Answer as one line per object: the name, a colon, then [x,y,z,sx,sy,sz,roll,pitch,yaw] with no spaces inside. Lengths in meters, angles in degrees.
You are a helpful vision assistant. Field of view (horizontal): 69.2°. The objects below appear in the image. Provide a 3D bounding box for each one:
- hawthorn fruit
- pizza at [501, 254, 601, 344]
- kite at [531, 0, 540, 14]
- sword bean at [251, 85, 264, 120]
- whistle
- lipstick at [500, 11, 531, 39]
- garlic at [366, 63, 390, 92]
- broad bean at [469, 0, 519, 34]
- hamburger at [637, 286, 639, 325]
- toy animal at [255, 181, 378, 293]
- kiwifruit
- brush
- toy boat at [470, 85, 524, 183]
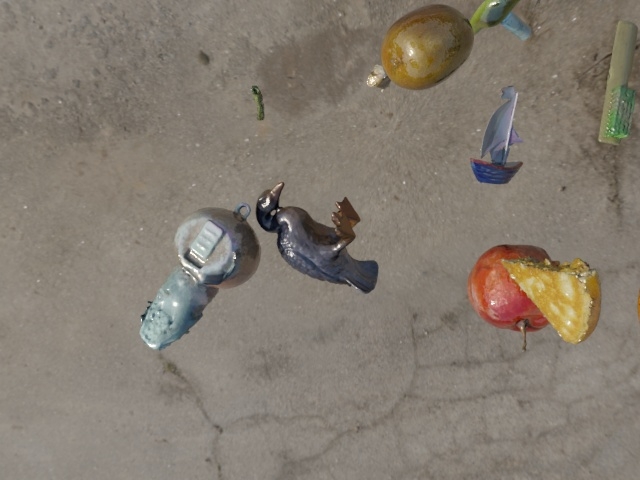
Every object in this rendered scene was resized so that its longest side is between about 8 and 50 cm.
hawthorn fruit: [0.496,0.148,1.171,0.241,0.272,0.242,5,141,4]
pizza: [0.418,0.078,0.842,0.062,0.199,0.188,-28,133,-17]
kite: [0.590,-0.646,1.261,0.002,0.044,0.078,23,106,29]
sword bean: [-0.069,-0.153,0.520,0.012,0.083,0.012,0,83,-3]
whistle: [-0.245,0.071,0.960,0.189,0.189,0.348,35,89,-1]
lipstick: [0.614,-0.683,1.470,0.048,0.157,0.048,-3,86,46]
garlic: [0.199,-0.539,1.525,0.084,0.152,0.066,-36,85,28]
broad bean: [0.527,-0.690,1.312,0.075,0.325,0.067,2,74,-18]
hamburger: [0.547,0.130,0.556,0.225,0.291,0.291,-12,101,14]
toy animal: [0.000,0.000,0.949,0.185,0.122,0.298,-26,122,31]
kiwifruit: [0.269,-0.483,1.158,0.234,0.196,0.196,-40,96,-23]
brush: [0.674,-0.356,1.038,0.054,0.048,0.283,11,86,-8]
toy boat: [0.577,-0.322,1.517,0.219,0.072,0.319,-25,120,-15]
